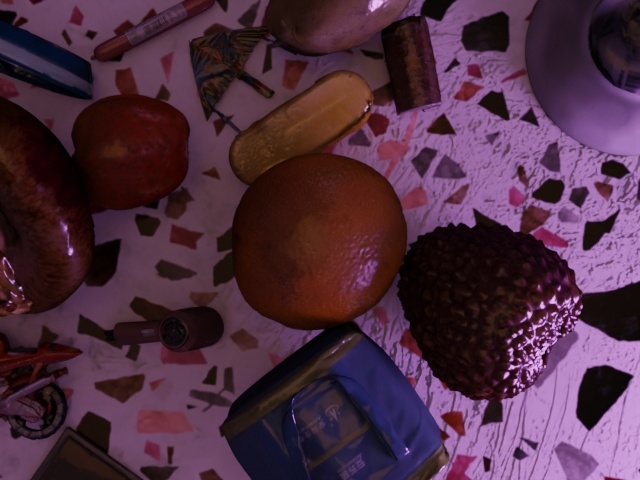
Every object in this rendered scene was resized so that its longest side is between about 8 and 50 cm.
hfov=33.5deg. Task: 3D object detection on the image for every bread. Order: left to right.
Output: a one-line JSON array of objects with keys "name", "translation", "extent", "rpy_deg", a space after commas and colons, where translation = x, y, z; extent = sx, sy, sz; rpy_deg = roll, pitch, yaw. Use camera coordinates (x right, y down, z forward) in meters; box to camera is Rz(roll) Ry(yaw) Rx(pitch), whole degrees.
[{"name": "bread", "translation": [-0.028, -0.168, 1.612], "extent": [0.246, 0.094, 0.102], "rpy_deg": [-35, 96, -1]}]

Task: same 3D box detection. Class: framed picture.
[{"name": "framed picture", "translation": [-0.334, 0.427, 1.614], "extent": [0.250, 0.016, 0.184], "rpy_deg": [34, 88, 3]}]

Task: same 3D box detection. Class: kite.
[{"name": "kite", "translation": [-0.139, -0.268, 1.657], "extent": [0.160, 0.010, 0.182], "rpy_deg": [33, 84, 6]}]

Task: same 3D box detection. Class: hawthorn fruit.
[{"name": "hawthorn fruit", "translation": [-0.280, -0.135, 1.574], "extent": [0.189, 0.189, 0.189], "rpy_deg": [0, 87, 0]}]

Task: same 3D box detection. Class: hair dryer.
[{"name": "hair dryer", "translation": [-0.248, 0.138, 1.597], "extent": [0.182, 0.117, 0.064], "rpy_deg": [-7, 88, 20]}]

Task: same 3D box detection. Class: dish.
[{"name": "dish", "translation": [0.480, -0.296, 1.599], "extent": [0.324, 0.124, 0.324], "rpy_deg": [0, 87, 0]}]

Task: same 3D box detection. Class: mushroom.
[{"name": "mushroom", "translation": [-0.471, -0.012, 1.473], "extent": [0.334, 0.331, 0.356], "rpy_deg": [-5, 51, 29]}]

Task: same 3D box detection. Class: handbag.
[{"name": "handbag", "translation": [0.018, 0.275, 1.522], "extent": [0.263, 0.222, 0.241], "rpy_deg": [-39, 92, -4]}]

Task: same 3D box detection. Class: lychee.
[{"name": "lychee", "translation": [0.229, 0.088, 1.529], "extent": [0.272, 0.271, 0.271], "rpy_deg": [0, 87, 0]}]

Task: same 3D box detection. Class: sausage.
[{"name": "sausage", "translation": [-0.257, -0.332, 1.651], "extent": [0.223, 0.029, 0.029], "rpy_deg": [-27, 87, -1]}]

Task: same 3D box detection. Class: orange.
[{"name": "orange", "translation": [0.000, 0.000, 1.525], "extent": [0.264, 0.264, 0.264], "rpy_deg": [0, 87, 0]}]

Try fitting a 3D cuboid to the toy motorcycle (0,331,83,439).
[{"name": "toy motorcycle", "translation": [-0.515, 0.195, 1.591], "extent": [0.298, 0.089, 0.171], "rpy_deg": [14, 86, 1]}]

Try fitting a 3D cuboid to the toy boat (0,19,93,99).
[{"name": "toy boat", "translation": [-0.478, -0.291, 1.621], "extent": [0.299, 0.096, 0.061], "rpy_deg": [23, 78, -1]}]

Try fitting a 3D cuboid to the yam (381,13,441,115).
[{"name": "yam", "translation": [0.139, -0.266, 1.625], "extent": [0.079, 0.079, 0.141], "rpy_deg": [-12, 88, 0]}]

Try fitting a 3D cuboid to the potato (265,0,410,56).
[{"name": "potato", "translation": [0.024, -0.364, 1.579], "extent": [0.251, 0.159, 0.174], "rpy_deg": [-37, 127, 12]}]
